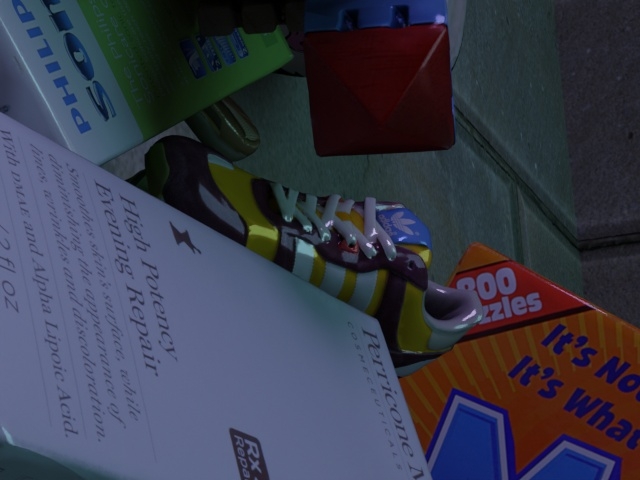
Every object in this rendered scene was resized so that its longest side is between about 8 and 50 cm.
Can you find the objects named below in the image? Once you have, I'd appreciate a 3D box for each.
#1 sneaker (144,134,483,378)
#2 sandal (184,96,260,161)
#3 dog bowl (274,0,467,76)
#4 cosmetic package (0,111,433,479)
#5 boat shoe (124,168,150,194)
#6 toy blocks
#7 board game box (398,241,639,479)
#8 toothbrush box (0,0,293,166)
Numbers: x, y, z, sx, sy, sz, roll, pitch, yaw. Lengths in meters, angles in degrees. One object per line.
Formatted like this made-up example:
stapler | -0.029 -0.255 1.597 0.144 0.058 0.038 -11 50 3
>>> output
sneaker | 0.000 0.000 0.673 0.185 0.084 0.069 42 25 -44
sandal | -0.099 -0.090 0.801 0.180 0.049 0.072 46 12 33
dog bowl | -0.020 -0.299 1.067 0.408 0.150 0.408 -9 90 -72
cosmetic package | -0.054 0.055 0.462 0.231 0.085 0.117 28 36 -51
boat shoe | -0.094 0.091 0.668 0.187 0.156 0.500 57 20 -6
toy blocks | -0.009 -0.207 0.526 0.261 0.191 0.381 -87 173 -57
board game box | 0.195 0.262 0.921 0.356 0.356 0.356 -60 158 1
toothbrush box | -0.136 -0.119 0.595 0.206 0.122 0.283 62 16 -7
